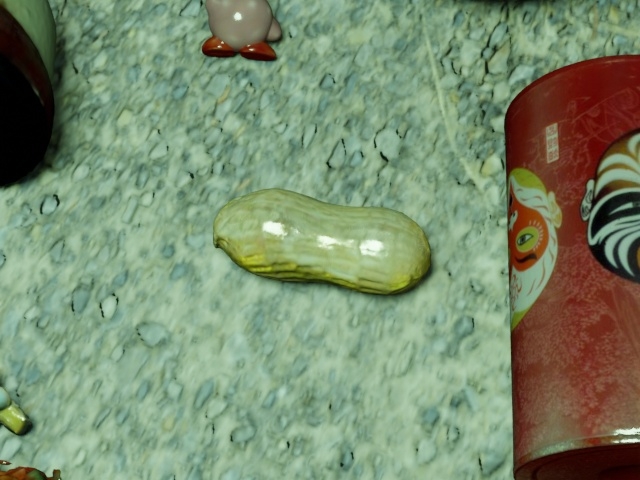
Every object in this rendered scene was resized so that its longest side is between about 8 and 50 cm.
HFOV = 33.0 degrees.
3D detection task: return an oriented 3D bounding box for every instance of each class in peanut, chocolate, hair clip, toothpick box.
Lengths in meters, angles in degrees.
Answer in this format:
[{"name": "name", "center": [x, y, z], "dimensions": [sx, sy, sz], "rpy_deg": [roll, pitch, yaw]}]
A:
[{"name": "peanut", "center": [0.000, 0.000, 1.002], "dimensions": [0.207, 0.087, 0.087], "rpy_deg": [9, 64, 7]}, {"name": "chocolate", "center": [-0.377, -0.188, 1.012], "dimensions": [0.284, 0.283, 0.186], "rpy_deg": [0, 62, 2]}, {"name": "hair clip", "center": [-0.345, 0.101, 0.980], "dimensions": [0.214, 0.062, 0.056], "rpy_deg": [44, 31, 22]}, {"name": "toothpick box", "center": [0.259, 0.037, 0.910], "dimensions": [0.204, 0.204, 0.333], "rpy_deg": [3, 64, 3]}]

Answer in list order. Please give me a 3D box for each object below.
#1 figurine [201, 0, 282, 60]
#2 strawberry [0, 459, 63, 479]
[{"name": "figurine", "center": [-0.081, -0.228, 1.128], "dimensions": [0.083, 0.067, 0.071], "rpy_deg": [8, 84, -11]}, {"name": "strawberry", "center": [-0.240, 0.343, 0.773], "dimensions": [0.312, 0.267, 0.351], "rpy_deg": [19, 95, 39]}]
